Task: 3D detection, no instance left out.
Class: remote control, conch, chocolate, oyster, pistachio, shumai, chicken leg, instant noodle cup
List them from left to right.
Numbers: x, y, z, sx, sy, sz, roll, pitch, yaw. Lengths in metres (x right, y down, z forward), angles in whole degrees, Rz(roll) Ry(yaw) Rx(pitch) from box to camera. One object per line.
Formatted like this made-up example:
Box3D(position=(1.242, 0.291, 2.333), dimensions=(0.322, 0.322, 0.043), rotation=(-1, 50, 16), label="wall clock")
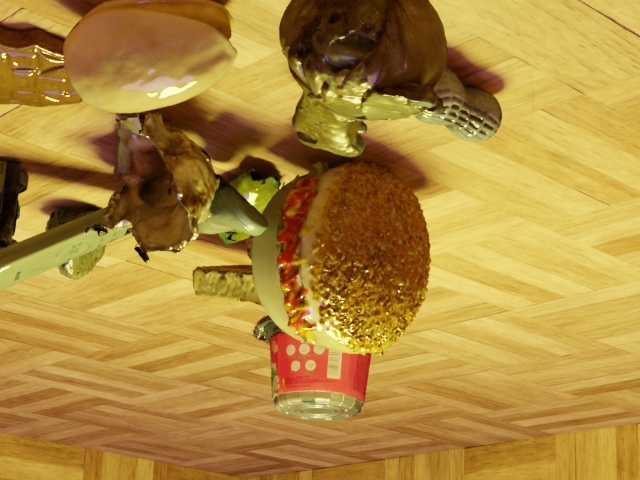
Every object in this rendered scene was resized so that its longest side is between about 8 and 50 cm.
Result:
Box3D(position=(-0.399, -0.004, 2.073), dimensions=(0.087, 0.124, 0.099), rotation=(18, 137, 17), label="shumai")
Box3D(position=(-0.354, -0.005, 1.921), dimensions=(0.309, 0.038, 0.090), rotation=(-25, 163, -30), label="remote control")
Box3D(position=(-0.193, -0.208, 1.440), dimensions=(0.200, 0.117, 0.145), rotation=(-7, 153, 23), label="pistachio")
Box3D(position=(-0.230, -0.062, 1.754), dimensions=(0.133, 0.198, 0.337), rotation=(-4, 172, -26), label="oyster")
Box3D(position=(-0.114, -0.053, 1.943), dimensions=(0.095, 0.079, 0.201), rotation=(-6, 160, -37), label="conch")
Box3D(position=(-0.002, 0.262, 2.636), dimensions=(0.302, 0.181, 0.258), rotation=(-12, 155, 34), label="instant noodle cup")
Box3D(position=(0.037, -0.178, 1.458), dimensions=(0.201, 0.153, 0.429), rotation=(33, 166, 0), label="chicken leg")
Box3D(position=(0.158, -0.167, 1.577), dimensions=(0.072, 0.072, 0.167), rotation=(-16, 153, 42), label="chocolate")

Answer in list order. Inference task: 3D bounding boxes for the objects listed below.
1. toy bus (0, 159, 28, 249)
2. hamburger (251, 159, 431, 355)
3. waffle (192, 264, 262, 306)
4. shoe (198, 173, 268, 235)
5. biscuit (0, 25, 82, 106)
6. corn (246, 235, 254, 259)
Box3D(position=(-0.546, -0.022, 1.977), dimensions=(0.175, 0.138, 0.288), rotation=(7, 160, -16), label="toy bus")
Box3D(position=(0.041, 0.026, 1.835), dimensions=(0.179, 0.276, 0.294), rotation=(0, -179, 45), label="hamburger")
Box3D(position=(-0.057, 0.068, 2.126), dimensions=(0.221, 0.055, 0.248), rotation=(-3, -177, -35), label="waffle")
Box3D(position=(-0.132, -0.034, 1.784), dimensions=(0.079, 0.078, 0.195), rotation=(43, -177, -22), label="shoe")
Box3D(position=(-0.362, -0.206, 1.590), dimensions=(0.215, 0.034, 0.182), rotation=(6, 161, -9), label="biscuit")
Box3D(position=(0.000, 0.000, 2.070), dimensions=(0.237, 0.079, 0.079), rotation=(-4, 160, 7), label="corn")
